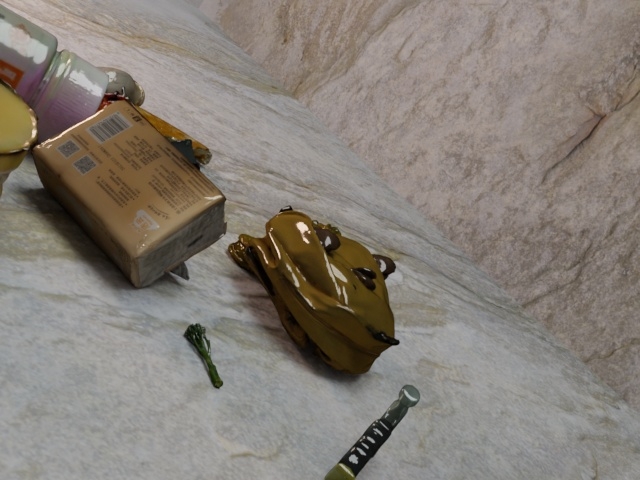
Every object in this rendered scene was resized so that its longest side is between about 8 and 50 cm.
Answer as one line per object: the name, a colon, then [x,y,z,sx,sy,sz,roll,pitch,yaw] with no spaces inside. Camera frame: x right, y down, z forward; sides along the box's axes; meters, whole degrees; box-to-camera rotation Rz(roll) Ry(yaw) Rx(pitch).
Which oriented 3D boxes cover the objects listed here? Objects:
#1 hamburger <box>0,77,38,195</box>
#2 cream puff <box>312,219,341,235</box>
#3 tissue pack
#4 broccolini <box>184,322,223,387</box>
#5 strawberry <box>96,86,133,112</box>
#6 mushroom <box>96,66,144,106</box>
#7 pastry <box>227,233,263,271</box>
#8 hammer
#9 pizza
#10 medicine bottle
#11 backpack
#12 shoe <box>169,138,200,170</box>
hamburger: [-0.588,-0.158,1.338,0.261,0.186,0.302,31,27,-14]
cream puff: [0.000,0.000,2.229,0.146,0.116,0.146,30,20,-12]
tissue pack: [-0.348,-0.066,1.612,0.305,0.238,0.238,43,17,20]
broccolini: [-0.197,0.193,1.463,0.035,0.030,0.140,13,31,-35]
strawberry: [-0.471,-0.222,1.875,0.208,0.087,0.167,-46,113,-44]
mushroom: [-0.542,-0.407,2.295,0.097,0.088,0.212,7,4,15]
pastry: [-0.153,0.027,1.943,0.109,0.057,0.097,29,16,-27]
hammer: [0.078,0.345,1.454,0.041,0.158,0.226,39,36,11]
pizza: [-0.401,-0.275,2.267,0.271,0.056,0.134,28,16,-30]
medicine bottle: [-0.630,-0.339,1.695,0.388,0.219,0.219,29,18,-25]
backpack: [0.025,0.105,1.827,0.353,0.201,0.378,24,27,-52]
shoe: [-0.364,-0.224,2.114,0.241,0.093,0.108,46,18,10]
